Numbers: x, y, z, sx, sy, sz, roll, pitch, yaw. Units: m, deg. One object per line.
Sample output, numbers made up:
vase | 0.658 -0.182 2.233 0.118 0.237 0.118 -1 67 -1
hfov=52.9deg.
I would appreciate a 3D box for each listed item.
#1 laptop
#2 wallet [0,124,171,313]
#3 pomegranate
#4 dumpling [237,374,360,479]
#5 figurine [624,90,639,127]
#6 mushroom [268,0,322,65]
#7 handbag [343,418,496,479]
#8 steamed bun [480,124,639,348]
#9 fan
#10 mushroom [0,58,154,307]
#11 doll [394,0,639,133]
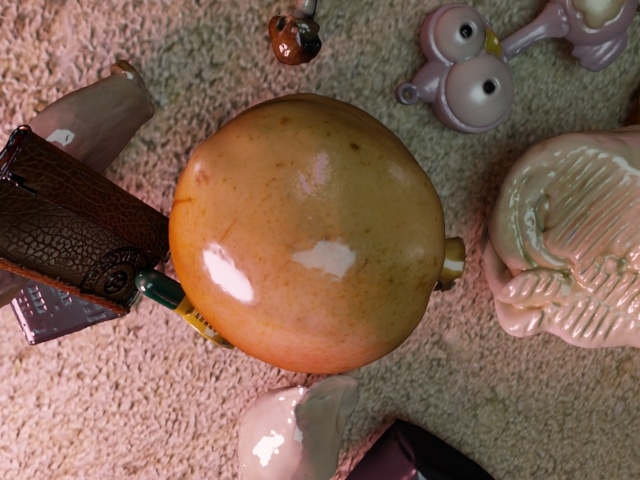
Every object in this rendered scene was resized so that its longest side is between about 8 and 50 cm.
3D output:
laptop | -0.319 0.028 0.767 0.129 0.016 0.180 -19 107 -7
wallet | -0.252 -0.006 0.679 0.133 0.039 0.243 -57 150 -6
pomegranate | 0.000 0.000 0.688 0.319 0.319 0.319 -3 106 -11
dumpling | -0.023 0.262 0.853 0.166 0.126 0.216 7 95 -41
figurine | 0.490 -0.201 0.813 0.156 0.131 0.246 -8 132 -52
mushroom | -0.026 -0.292 0.731 0.060 0.061 0.187 3 93 -27
handbag | 0.128 0.441 0.892 0.275 0.178 0.302 35 95 -18
steamed bun | 0.348 -0.017 0.815 0.280 0.207 0.268 4 106 14
fan | -0.152 0.077 0.770 0.155 0.082 0.039 37 90 -35
mushroom | -0.308 -0.049 0.686 0.351 0.097 0.109 -52 145 -3
doll | 0.253 -0.249 0.776 0.365 0.094 0.160 -28 106 -4
